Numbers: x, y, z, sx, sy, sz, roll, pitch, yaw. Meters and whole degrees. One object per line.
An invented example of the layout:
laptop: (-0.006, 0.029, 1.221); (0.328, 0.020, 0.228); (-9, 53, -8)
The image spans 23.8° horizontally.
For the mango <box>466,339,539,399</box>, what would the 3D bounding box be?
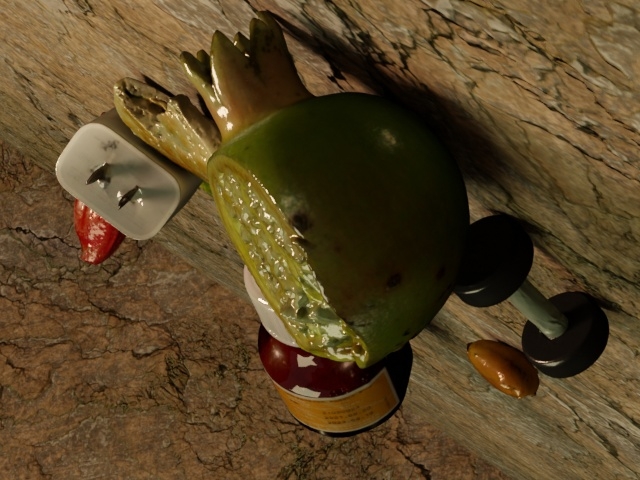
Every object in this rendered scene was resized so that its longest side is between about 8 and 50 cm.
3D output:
mango: (0.268, 0.185, 2.220); (0.127, 0.063, 0.077); (36, 177, 33)

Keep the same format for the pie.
pie: (-0.151, -0.117, 2.146); (0.337, 0.075, 0.337); (36, 174, 4)

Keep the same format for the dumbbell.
dumbbell: (0.223, 0.063, 1.639); (0.191, 0.100, 0.100); (42, 169, -34)

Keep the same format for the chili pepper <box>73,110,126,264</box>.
chili pepper: (-0.351, -0.085, 2.532); (0.144, 0.252, 0.136); (29, -170, -5)

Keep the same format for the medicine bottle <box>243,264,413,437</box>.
medicine bottle: (0.009, 0.127, 2.401); (0.242, 0.242, 0.395); (30, 155, 31)

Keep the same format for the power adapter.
power adapter: (-0.291, -0.100, 2.299); (0.187, 0.124, 0.255); (36, -163, -3)

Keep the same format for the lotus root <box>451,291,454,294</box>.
lotus root: (0.088, 0.002, 1.764); (0.125, 0.118, 0.221); (4, 162, 42)

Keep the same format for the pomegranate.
pomegranate: (0.017, -0.062, 1.483); (0.358, 0.216, 0.310); (66, 169, -1)

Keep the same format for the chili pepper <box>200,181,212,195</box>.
chili pepper: (-0.168, -0.089, 2.488); (0.049, 0.043, 0.208); (10, -164, -41)
